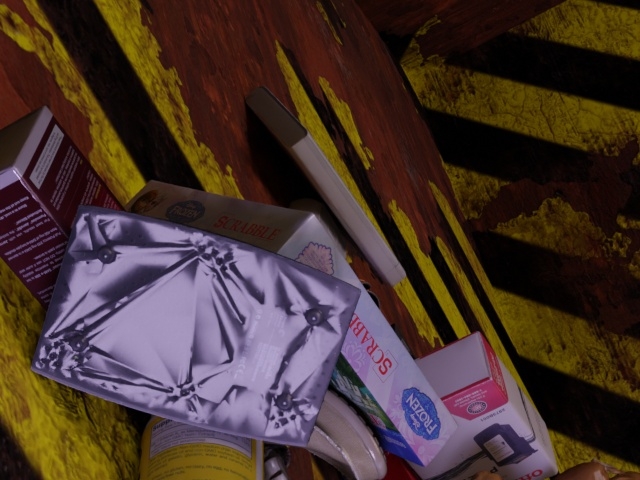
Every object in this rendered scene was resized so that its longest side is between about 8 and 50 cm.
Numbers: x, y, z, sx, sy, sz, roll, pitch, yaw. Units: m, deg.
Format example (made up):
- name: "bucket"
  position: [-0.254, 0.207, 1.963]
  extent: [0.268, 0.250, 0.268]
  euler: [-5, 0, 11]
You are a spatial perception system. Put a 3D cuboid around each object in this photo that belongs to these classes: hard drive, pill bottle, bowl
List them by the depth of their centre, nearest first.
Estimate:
- name: "hard drive"
  position: [-0.109, 0.073, 0.999]
  extent: [0.254, 0.172, 0.054]
  euler: [17, 10, -9]
- name: "pill bottle"
  position: [-0.110, 0.221, 1.041]
  extent: [0.119, 0.119, 0.208]
  euler: [54, 18, -33]
- name: "bowl"
  position: [0.000, 0.000, 1.903]
  extent: [0.142, 0.053, 0.142]
  euler: [60, 16, -21]
- name: "hard drive"
  position: [0.010, -0.093, 1.969]
  extent: [0.353, 0.047, 0.233]
  euler: [53, -1, -36]

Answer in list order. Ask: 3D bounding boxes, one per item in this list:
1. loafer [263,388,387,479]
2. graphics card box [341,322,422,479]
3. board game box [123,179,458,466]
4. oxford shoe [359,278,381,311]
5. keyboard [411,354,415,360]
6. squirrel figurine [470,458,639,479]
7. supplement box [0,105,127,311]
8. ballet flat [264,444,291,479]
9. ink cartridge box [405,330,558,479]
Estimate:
- name: "loafer"
  position: [-0.047, 0.184, 1.208]
  extent: [0.268, 0.092, 0.102]
  euler: [35, -20, 22]
- name: "graphics card box"
  position: [0.129, 0.318, 1.746]
  extent: [0.233, 0.094, 0.371]
  euler: [59, 15, -18]
- name: "board game box"
  position: [-0.042, 0.084, 1.233]
  extent: [0.318, 0.066, 0.318]
  euler: [12, -36, 52]
- name: "oxford shoe"
  position: [0.019, 0.101, 1.582]
  extent: [0.130, 0.132, 0.364]
  euler: [57, 4, -32]
- name: "keyboard"
  position: [0.179, 0.246, 1.736]
  extent: [0.100, 0.038, 0.192]
  euler: [51, -1, -17]
- name: "squirrel figurine"
  position: [0.329, 0.481, 1.553]
  extent: [0.281, 0.397, 0.370]
  euler: [30, 22, 24]
- name: "supplement box"
  position: [-0.230, 0.006, 1.071]
  extent: [0.239, 0.073, 0.130]
  euler: [56, 18, -26]
- name: "ballet flat"
  position: [-0.072, 0.266, 1.170]
  extent: [0.077, 0.079, 0.221]
  euler: [62, 15, -11]
- name: "ink cartridge box"
  position: [0.204, 0.261, 1.578]
  extent: [0.237, 0.172, 0.100]
  euler: [52, 19, -36]
